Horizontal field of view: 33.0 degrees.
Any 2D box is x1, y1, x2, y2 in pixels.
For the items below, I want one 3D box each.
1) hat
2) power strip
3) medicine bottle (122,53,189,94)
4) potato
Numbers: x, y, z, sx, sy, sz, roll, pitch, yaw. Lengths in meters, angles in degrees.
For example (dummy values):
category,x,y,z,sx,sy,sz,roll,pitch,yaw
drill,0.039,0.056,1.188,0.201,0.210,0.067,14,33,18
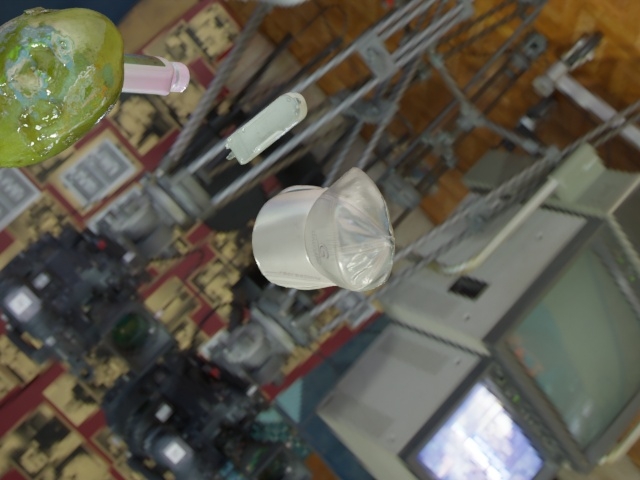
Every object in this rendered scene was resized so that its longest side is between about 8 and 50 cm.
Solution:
category,x,y,z,sx,sy,sz,roll,pitch,yaw
hat,0.000,0.000,1.846,0.164,0.226,0.219,-134,33,-75
power strip,-0.085,-0.166,1.621,0.191,0.030,0.047,-33,87,42
medicine bottle,-0.375,-0.344,2.235,0.219,0.078,0.115,-3,-157,-44
potato,-0.339,-0.178,1.292,0.148,0.253,0.186,38,-145,-53
